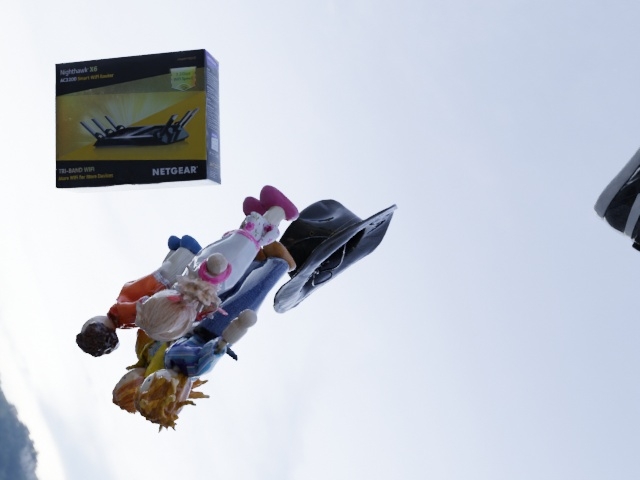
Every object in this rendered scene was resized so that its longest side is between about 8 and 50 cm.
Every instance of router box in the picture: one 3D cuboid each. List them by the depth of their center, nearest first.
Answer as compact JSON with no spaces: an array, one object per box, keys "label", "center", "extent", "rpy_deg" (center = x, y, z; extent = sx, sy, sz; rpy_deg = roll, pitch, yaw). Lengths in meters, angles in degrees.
[{"label":"router box","center":[-0.345,-0.220,1.158],"extent":[0.308,0.081,0.243],"rpy_deg":[-3,-93,11]}]

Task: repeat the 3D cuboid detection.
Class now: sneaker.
[{"label":"sneaker","center":[0.393,-0.074,0.631],"extent":[0.121,0.079,0.217],"rpy_deg":[51,-40,32]}]

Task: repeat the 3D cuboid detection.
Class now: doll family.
[{"label":"doll family","center":[-0.100,0.071,0.491],"extent":[0.118,0.163,0.263],"rpy_deg":[48,-33,-14]}]

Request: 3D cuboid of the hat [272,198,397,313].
[{"label":"hat","center":[0.000,0.000,1.270],"extent":[0.134,0.331,0.331],"rpy_deg":[49,-40,16]}]
